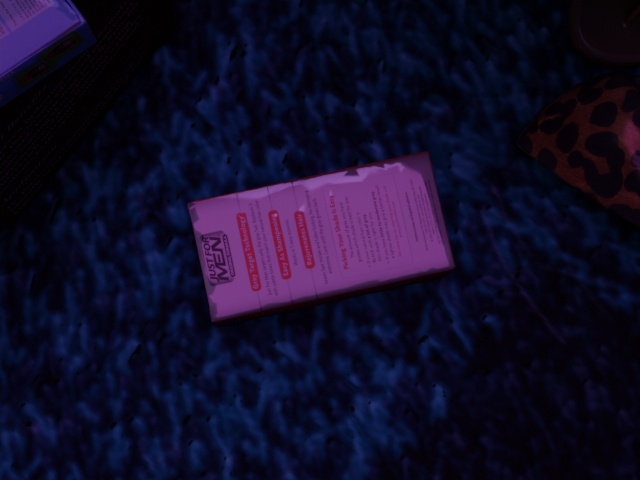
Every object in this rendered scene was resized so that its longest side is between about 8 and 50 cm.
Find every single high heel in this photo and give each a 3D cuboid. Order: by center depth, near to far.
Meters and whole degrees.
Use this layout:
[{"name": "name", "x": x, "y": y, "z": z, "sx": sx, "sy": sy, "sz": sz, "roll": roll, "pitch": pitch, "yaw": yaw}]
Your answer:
[{"name": "high heel", "x": 0.212, "y": 0.032, "z": 0.748, "sx": 0.186, "sy": 0.093, "sz": 0.261, "roll": -4, "pitch": 91, "yaw": 17}]

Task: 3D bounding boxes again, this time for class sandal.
[{"name": "sandal", "x": 0.234, "y": -0.148, "z": 0.774, "sx": 0.180, "sy": 0.049, "sz": 0.072, "roll": -8, "pitch": 83, "yaw": -2}]

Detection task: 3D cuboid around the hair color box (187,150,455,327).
[{"name": "hair color box", "x": 0.000, "y": 0.000, "z": 0.756, "sx": 0.141, "sy": 0.043, "sz": 0.072, "roll": -12, "pitch": 83, "yaw": -3}]

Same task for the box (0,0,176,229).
[{"name": "box", "x": -0.198, "y": -0.130, "z": 0.691, "sx": 0.167, "sy": 0.203, "sz": 0.168, "roll": 38, "pitch": 83, "yaw": 5}]

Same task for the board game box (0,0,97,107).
[{"name": "board game box", "x": -0.229, "y": -0.092, "z": 0.563, "sx": 0.211, "sy": 0.039, "sz": 0.160, "roll": -35, "pitch": 84, "yaw": -5}]
